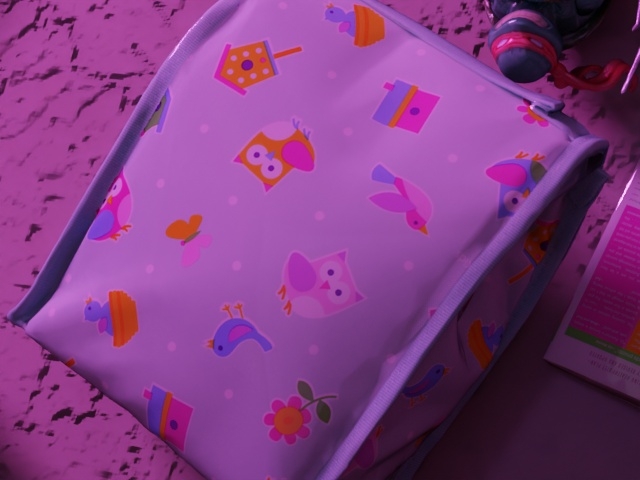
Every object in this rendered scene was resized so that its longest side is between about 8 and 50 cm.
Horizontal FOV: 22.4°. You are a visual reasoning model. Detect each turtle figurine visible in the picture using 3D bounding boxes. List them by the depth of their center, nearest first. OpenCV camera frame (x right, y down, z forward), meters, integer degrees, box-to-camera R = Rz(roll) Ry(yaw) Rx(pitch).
[{"bbox_3d":[0.126,-0.173,0.905,0.175,0.118,0.234,12,63,4],"label":"turtle figurine"}]

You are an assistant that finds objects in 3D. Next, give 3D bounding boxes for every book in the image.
[{"bbox_3d":[0.195,0.020,0.879,0.096,0.035,0.144,25,83,24],"label":"book"}]

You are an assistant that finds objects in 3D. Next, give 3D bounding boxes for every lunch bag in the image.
[{"bbox_3d":[0.000,0.000,0.874,0.223,0.160,0.262,35,93,22],"label":"lunch bag"}]
